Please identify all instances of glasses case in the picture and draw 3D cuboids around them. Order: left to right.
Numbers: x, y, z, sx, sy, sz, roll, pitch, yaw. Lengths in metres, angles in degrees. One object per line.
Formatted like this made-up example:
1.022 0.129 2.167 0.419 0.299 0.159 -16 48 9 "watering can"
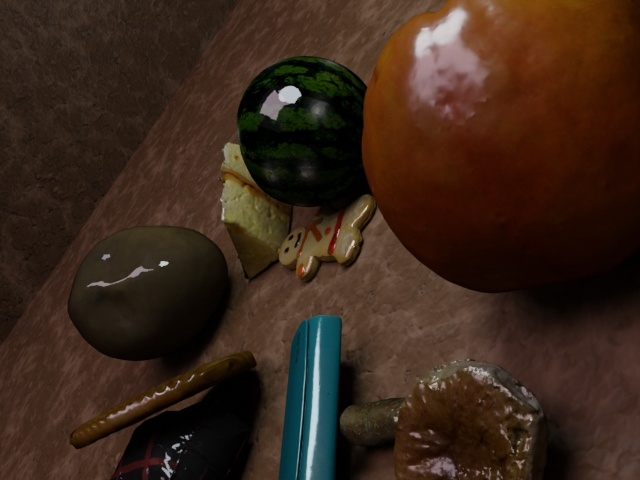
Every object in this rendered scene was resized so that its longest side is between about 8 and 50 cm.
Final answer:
-0.016 0.249 0.970 0.117 0.070 0.301 104 174 -46 "glasses case"

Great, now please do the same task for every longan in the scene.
-0.346 0.106 1.490 0.350 0.288 0.288 -26 39 27 "longan"

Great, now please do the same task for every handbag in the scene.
-0.229 0.356 1.138 0.215 0.155 0.169 -29 27 38 "handbag"

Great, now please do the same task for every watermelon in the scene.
-0.019 -0.194 1.286 0.269 0.269 0.269 -38 33 30 "watermelon"

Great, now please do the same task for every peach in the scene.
0.218 -0.102 0.759 0.343 0.343 0.301 -24 83 45 "peach"

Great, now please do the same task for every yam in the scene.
0.122 0.210 0.852 0.253 0.061 0.061 -19 45 48 "yam"

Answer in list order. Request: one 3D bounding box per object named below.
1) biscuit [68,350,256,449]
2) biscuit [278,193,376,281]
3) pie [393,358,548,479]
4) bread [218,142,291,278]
-0.253 0.255 1.194 0.318 0.040 0.318 -25 -6 -3 "biscuit"
0.000 0.000 1.299 0.234 0.030 0.153 -13 48 52 "biscuit"
0.146 0.217 0.745 0.195 0.046 0.195 -8 80 48 "pie"
-0.161 -0.069 1.465 0.135 0.178 0.240 -35 36 32 "bread"
